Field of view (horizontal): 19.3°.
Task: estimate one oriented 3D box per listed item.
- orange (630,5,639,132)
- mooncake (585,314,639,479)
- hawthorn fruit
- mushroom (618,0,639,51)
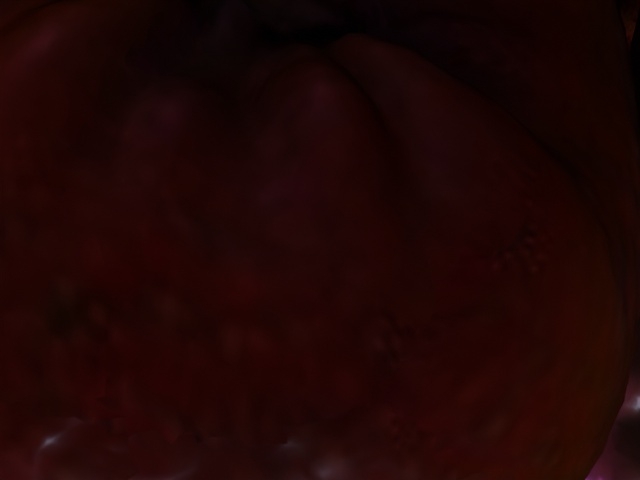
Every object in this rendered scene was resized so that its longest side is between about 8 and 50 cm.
[{"bbox_3d":[0.222,-0.049,0.561,0.274,0.274,0.310,-7,131,-2],"label":"orange"},{"bbox_3d":[0.172,0.060,1.023,0.161,0.290,0.290,-1,169,-7],"label":"mooncake"},{"bbox_3d":[-0.045,0.015,0.575,0.277,0.277,0.298,-5,138,-12],"label":"hawthorn fruit"},{"bbox_3d":[0.081,-0.083,0.684,0.127,0.087,0.127,-26,-164,8],"label":"mushroom"}]
